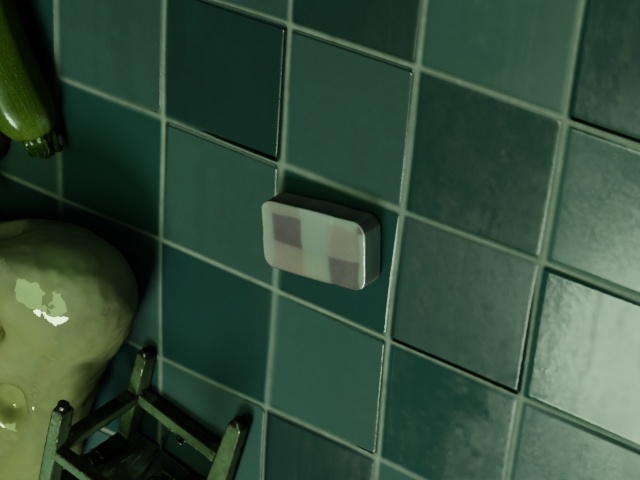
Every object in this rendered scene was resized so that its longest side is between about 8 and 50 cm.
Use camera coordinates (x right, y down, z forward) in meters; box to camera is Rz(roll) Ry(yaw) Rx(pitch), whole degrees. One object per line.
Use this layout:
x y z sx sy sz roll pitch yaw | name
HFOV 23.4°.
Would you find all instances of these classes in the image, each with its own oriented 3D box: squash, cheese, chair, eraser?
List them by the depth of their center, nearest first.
0.000 0.000 1.290 0.105 0.026 0.065 16 119 31 | eraser
-0.298 -0.191 1.393 0.069 0.069 0.258 -5 109 39 | squash
-0.183 0.260 1.493 0.147 0.136 0.270 33 130 22 | chair
-0.292 0.130 1.519 0.351 0.129 0.328 4 120 37 | cheese

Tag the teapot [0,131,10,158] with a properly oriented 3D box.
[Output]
-0.346 -0.092 1.481 0.076 0.068 0.121 -1 112 38 | teapot
